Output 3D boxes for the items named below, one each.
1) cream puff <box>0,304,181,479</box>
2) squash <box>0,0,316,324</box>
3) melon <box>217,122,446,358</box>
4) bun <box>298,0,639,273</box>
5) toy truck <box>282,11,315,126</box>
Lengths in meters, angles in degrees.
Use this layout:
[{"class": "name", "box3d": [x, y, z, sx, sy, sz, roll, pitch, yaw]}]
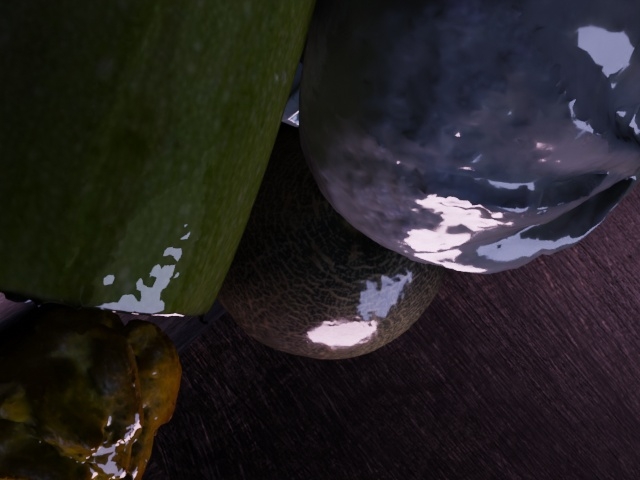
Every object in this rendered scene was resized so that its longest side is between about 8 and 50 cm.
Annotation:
[{"class": "cream puff", "box3d": [-0.257, 0.170, 1.033, 0.244, 0.196, 0.244, 15, 90, -79]}, {"class": "squash", "box3d": [-0.099, -0.102, 0.460, 0.189, 0.189, 0.260, -5, 109, -85]}, {"class": "melon", "box3d": [0.000, 0.000, 1.042, 0.249, 0.248, 0.329, -40, -176, -13]}, {"class": "bun", "box3d": [0.138, -0.145, 0.558, 0.354, 0.194, 0.354, -53, 165, -20]}, {"class": "toy truck", "box3d": [0.076, -0.162, 0.774, 0.256, 0.140, 0.108, -48, -166, -8]}]
